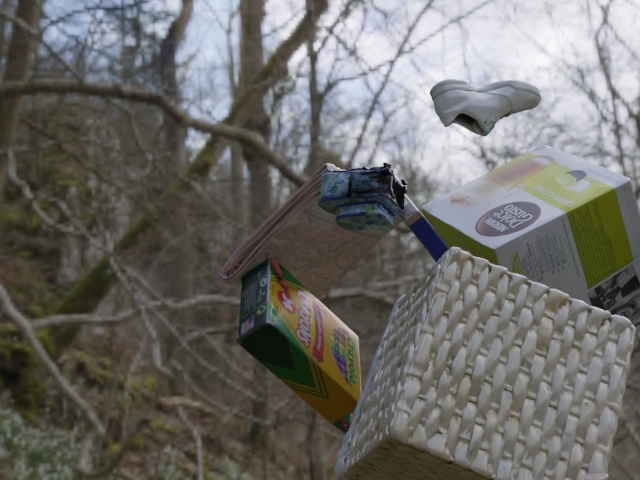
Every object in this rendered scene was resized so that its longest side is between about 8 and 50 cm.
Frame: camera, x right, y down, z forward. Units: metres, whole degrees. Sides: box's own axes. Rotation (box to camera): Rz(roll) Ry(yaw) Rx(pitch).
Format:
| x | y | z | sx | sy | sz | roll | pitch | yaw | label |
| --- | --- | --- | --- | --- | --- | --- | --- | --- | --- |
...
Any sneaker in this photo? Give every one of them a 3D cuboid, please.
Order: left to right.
| x | y | z | sx | sy | sz | roll | pitch | yaw | label |
| --- | --- | --- | --- | --- | --- | --- | --- | --- | --- |
| 0.293 | -0.224 | 1.851 | 0.212 | 0.094 | 0.080 | -3 | -23 | -20 | sneaker |

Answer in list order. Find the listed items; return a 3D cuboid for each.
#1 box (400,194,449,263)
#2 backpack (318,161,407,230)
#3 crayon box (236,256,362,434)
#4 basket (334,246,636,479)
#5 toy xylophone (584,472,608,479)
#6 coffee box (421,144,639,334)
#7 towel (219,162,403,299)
| x | y | z | sx | sy | sz | roll | pitch | yaw | label |
| --- | --- | --- | --- | --- | --- | --- | --- | --- | --- |
| 0.210 | 0.014 | 1.930 | 0.036 | 0.225 | 0.136 | -36 | 23 | 4 | box |
| 0.056 | -0.059 | 1.526 | 0.114 | 0.084 | 0.105 | 2 | -14 | 21 | backpack |
| -0.019 | 0.202 | 2.008 | 0.081 | 0.202 | 0.318 | -35 | -61 | 21 | crayon box |
| 0.239 | 0.239 | 1.548 | 0.328 | 0.331 | 0.266 | 23 | -26 | -1 | basket |
| 0.458 | 0.361 | 1.273 | 0.236 | 0.322 | 0.081 | -18 | 1 | 5 | toy xylophone |
| 0.467 | 0.044 | 2.266 | 0.334 | 0.338 | 0.337 | -26 | 23 | -11 | coffee box |
| 0.000 | 0.000 | 2.131 | 0.317 | 0.053 | 0.332 | -43 | -30 | 18 | towel |
